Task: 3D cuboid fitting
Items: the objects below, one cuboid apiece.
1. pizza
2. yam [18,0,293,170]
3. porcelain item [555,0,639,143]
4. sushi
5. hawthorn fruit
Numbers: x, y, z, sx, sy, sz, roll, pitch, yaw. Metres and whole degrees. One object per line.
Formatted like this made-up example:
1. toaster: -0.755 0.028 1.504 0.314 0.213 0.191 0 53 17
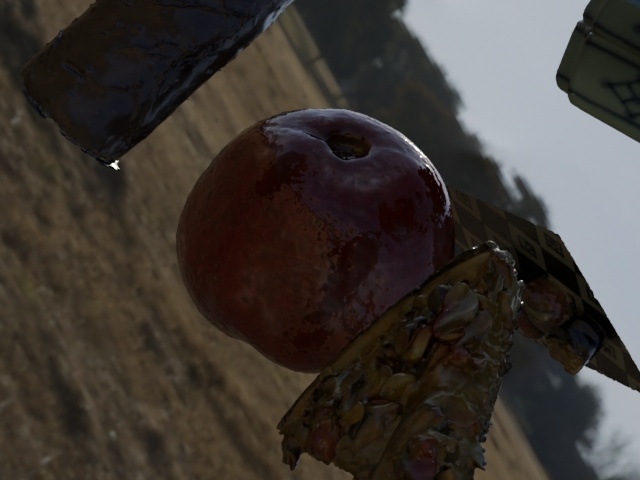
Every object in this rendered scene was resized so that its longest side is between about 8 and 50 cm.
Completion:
1. pizza: 0.048 0.145 1.199 0.074 0.251 0.288 41 42 -19
2. yam: -0.123 -0.190 1.236 0.131 0.279 0.131 48 -2 2
3. porcelain item: 0.446 -0.184 1.670 0.281 0.157 0.286 1 29 -48
4. sushi: 0.211 0.063 1.574 0.264 0.050 0.290 55 -13 -27
5. hawthorn fruit: 0.000 0.000 1.469 0.284 0.284 0.284 61 5 -8
